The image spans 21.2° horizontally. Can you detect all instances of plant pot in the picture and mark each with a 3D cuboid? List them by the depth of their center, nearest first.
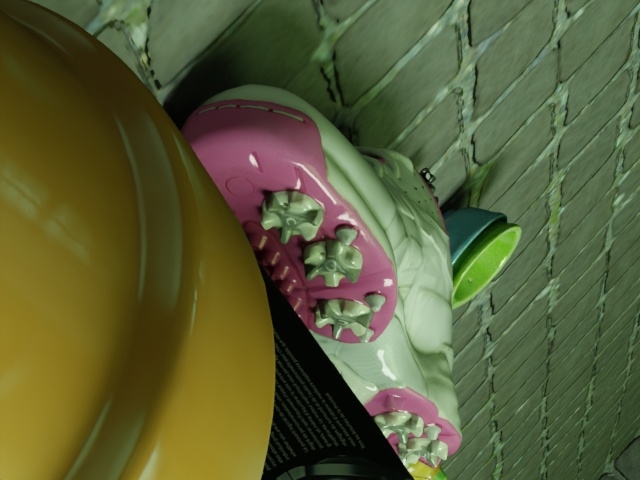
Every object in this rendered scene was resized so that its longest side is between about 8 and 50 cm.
[{"bbox_3d":[-0.134,0.000,0.347,0.205,0.205,0.188,-45,146,-12],"label":"plant pot"}]

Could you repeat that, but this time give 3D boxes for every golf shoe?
[{"bbox_3d":[0.000,0.000,0.813,0.306,0.115,0.140,67,29,-58],"label":"golf shoe"}]

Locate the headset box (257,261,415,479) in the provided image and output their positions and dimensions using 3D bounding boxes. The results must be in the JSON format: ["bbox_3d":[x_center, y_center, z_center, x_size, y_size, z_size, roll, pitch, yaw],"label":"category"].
[{"bbox_3d":[-0.128,0.173,0.706,0.283,0.131,0.246,-23,152,-28],"label":"headset box"}]

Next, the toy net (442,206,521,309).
[{"bbox_3d":[0.049,0.070,1.129,0.122,0.045,0.232,-34,157,-42],"label":"toy net"}]

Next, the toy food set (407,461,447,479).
[{"bbox_3d":[0.015,0.169,1.078,0.218,0.071,0.128,-26,152,-50],"label":"toy food set"}]

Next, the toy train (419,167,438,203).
[{"bbox_3d":[0.022,0.020,1.000,0.036,0.027,0.158,-9,139,-48],"label":"toy train"}]
